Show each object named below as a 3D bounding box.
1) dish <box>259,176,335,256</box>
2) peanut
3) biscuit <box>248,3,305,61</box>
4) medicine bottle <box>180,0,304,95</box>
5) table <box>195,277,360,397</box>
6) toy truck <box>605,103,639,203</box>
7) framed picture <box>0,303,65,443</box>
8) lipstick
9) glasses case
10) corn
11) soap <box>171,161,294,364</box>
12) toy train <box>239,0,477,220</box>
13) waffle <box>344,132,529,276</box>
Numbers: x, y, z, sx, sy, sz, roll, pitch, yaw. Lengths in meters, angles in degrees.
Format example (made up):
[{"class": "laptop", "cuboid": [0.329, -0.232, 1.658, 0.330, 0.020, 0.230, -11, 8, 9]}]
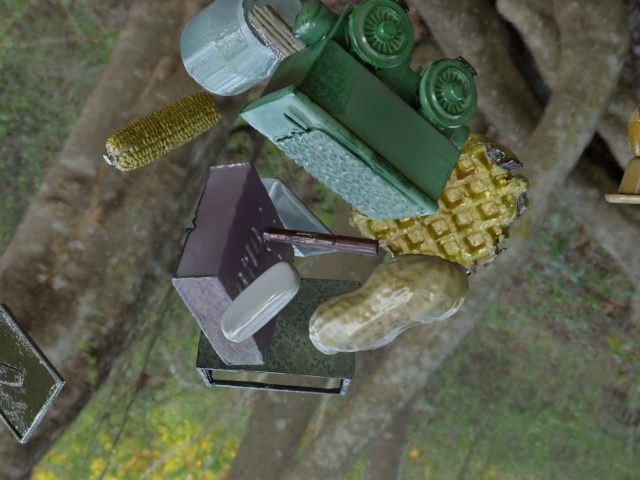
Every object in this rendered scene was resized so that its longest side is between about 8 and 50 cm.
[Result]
[{"class": "dish", "cuboid": [-0.082, -0.040, 2.236, 0.243, 0.080, 0.182, 46, 162, -25]}, {"class": "peanut", "cuboid": [0.105, 0.105, 1.588, 0.130, 0.290, 0.130, 46, -154, -31]}, {"class": "biscuit", "cuboid": [-0.064, -0.409, 2.055, 0.239, 0.062, 0.108, 50, 180, 38]}, {"class": "medicine bottle", "cuboid": [-0.190, -0.527, 2.495, 0.245, 0.245, 0.290, 27, 156, -29]}, {"class": "table", "cuboid": [-0.092, 0.218, 2.197, 0.335, 0.222, 0.272, 5, 163, 0]}, {"class": "toy truck", "cuboid": [0.591, -0.140, 1.476, 0.288, 0.212, 0.204, 7, -175, 25]}, {"class": "framed picture", "cuboid": [-0.677, 0.291, 2.126, 0.260, 0.189, 0.023, 43, -161, 26]}, {"class": "lipstick", "cuboid": [0.000, 0.001, 1.464, 0.176, 0.027, 0.027, 7, 174, 9]}, {"class": "glasses case", "cuboid": [-0.097, 0.099, 1.552, 0.041, 0.164, 0.063, 27, -153, -45]}, {"class": "corn", "cuboid": [-0.281, -0.195, 1.732, 0.080, 0.238, 0.080, 42, 149, 33]}, {"class": "soap", "cuboid": [-0.161, 0.049, 1.884, 0.107, 0.296, 0.285, -2, 140, 19]}, {"class": "toy train", "cuboid": [0.061, -0.162, 1.153, 0.266, 0.202, 0.145, 37, 160, -23]}, {"class": "waffle", "cuboid": [0.249, -0.091, 2.116, 0.382, 0.380, 0.095, 24, -146, 2]}]
